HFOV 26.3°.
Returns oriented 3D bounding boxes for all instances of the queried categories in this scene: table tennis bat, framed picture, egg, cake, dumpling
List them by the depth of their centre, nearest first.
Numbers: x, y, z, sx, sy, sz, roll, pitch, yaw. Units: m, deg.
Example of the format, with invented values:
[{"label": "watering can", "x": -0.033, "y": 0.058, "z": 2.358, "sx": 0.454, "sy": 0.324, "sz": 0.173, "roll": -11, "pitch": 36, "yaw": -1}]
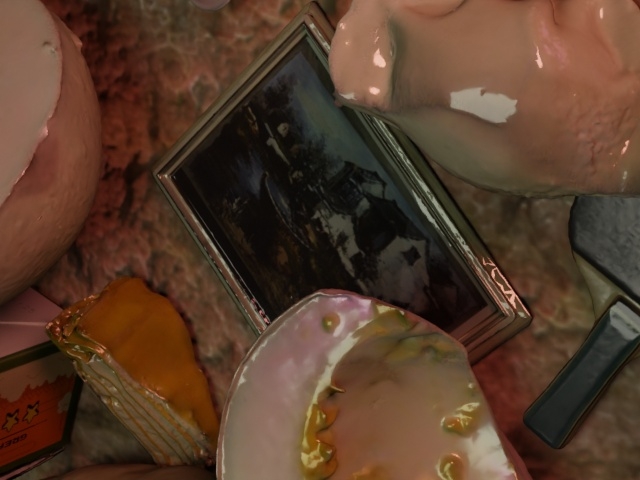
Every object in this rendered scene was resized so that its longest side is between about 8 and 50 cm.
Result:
[{"label": "dumpling", "x": 0.131, "y": -0.114, "z": 0.894, "sx": 0.216, "sy": 0.126, "sz": 0.166, "roll": 20, "pitch": 86, "yaw": 40}, {"label": "table tennis bat", "x": 0.228, "y": 0.027, "z": 0.908, "sx": 0.173, "sy": 0.022, "sz": 0.301, "roll": 42, "pitch": 121, "yaw": 19}, {"label": "egg", "x": 0.049, "y": 0.165, "z": 0.984, "sx": 0.206, "sy": 0.162, "sz": 0.271, "roll": -27, "pitch": 85, "yaw": 27}, {"label": "framed picture", "x": 0.000, "y": 0.000, "z": 1.067, "sx": 0.232, "sy": 0.019, "sz": 0.296, "roll": -42, "pitch": 77, "yaw": 35}, {"label": "egg", "x": -0.308, "y": -0.048, "z": 1.156, "sx": 0.337, "sy": 0.201, "sz": 0.337, "roll": -13, "pitch": 57, "yaw": 20}, {"label": "cake", "x": -0.154, "y": 0.123, "z": 1.156, "sx": 0.079, "sy": 0.116, "sz": 0.185, "roll": -8, "pitch": 93, "yaw": 39}]

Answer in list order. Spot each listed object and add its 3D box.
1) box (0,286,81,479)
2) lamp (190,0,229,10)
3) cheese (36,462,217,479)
[{"label": "box", "x": -0.346, "y": 0.116, "z": 1.248, "sx": 0.195, "sy": 0.177, "sz": 0.148, "roll": 29, "pitch": 117, "yaw": 26}, {"label": "lamp", "x": -0.069, "y": -0.297, "z": 0.985, "sx": 0.179, "sy": 0.108, "sz": 0.246, "roll": 48, "pitch": 124, "yaw": 11}, {"label": "cheese", "x": -0.239, "y": 0.289, "z": 1.112, "sx": 0.328, "sy": 0.351, "sz": 0.130, "roll": -19, "pitch": 97, "yaw": 35}]
